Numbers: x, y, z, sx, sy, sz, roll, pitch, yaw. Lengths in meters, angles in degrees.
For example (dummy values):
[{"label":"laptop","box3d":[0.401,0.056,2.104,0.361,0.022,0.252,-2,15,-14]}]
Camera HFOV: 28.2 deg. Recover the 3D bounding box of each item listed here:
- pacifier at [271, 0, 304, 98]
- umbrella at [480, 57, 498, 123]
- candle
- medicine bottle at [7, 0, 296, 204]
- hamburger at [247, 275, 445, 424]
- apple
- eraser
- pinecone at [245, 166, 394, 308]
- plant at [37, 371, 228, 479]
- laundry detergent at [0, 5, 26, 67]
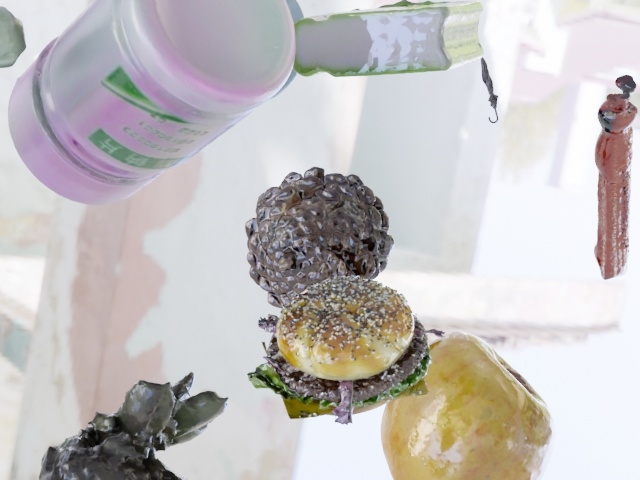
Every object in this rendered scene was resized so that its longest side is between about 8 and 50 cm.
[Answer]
[{"label":"pacifier","box3d":[-0.167,-0.311,1.931,0.279,0.227,0.207,-12,-175,-16]},{"label":"umbrella","box3d":[0.276,-0.251,2.078,0.022,0.122,0.013,-10,-179,-7]},{"label":"candle","box3d":[0.377,-0.068,1.643,0.051,0.329,0.048,-6,-136,6]},{"label":"medicine bottle","box3d":[-0.199,-0.187,1.464,0.212,0.212,0.325,5,158,-38]},{"label":"hamburger","box3d":[0.018,0.102,1.264,0.189,0.093,0.164,-22,-145,-17]},{"label":"apple","box3d":[0.238,0.319,2.132,0.299,0.275,0.299,41,-167,-11]},{"label":"eraser","box3d":[0.097,-0.270,1.695,0.210,0.092,0.274,-1,-168,14]},{"label":"pinecone","box3d":[0.001,0.002,2.554,0.298,0.242,0.296,42,-122,17]},{"label":"plant","box3d":[-0.229,0.293,1.495,0.213,0.312,0.215,18,170,-6]},{"label":"laundry detergent","box3d":[-0.448,-0.207,1.343,0.290,0.094,0.143,-13,-170,-29]}]
